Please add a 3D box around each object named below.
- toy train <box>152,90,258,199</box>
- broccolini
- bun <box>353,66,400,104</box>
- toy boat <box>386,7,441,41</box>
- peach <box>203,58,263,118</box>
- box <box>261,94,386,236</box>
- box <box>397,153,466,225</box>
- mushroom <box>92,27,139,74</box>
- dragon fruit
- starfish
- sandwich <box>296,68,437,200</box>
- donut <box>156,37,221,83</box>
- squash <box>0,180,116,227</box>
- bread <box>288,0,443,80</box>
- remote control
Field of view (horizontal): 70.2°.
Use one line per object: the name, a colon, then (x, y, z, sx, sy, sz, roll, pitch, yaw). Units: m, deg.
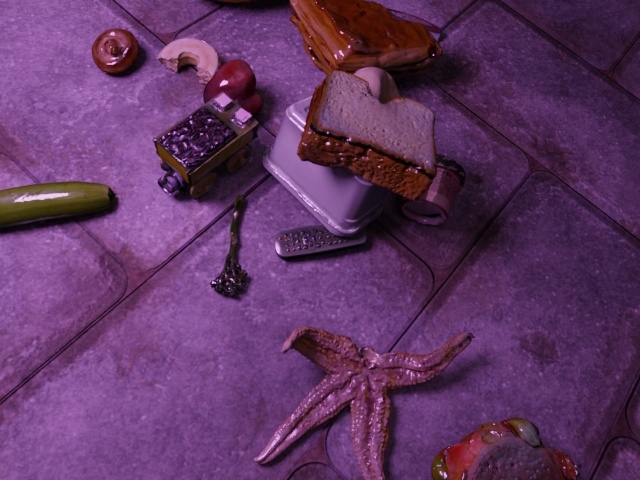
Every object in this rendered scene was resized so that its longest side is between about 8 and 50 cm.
toy train: (-0.265, -0.214, 1.053, 0.134, 0.177, 0.261, 42, 67, 8)
broccolini: (-0.196, 0.003, 1.040, 0.071, 0.058, 0.254, 27, 58, -46)
bun: (0.118, -0.320, 1.166, 0.145, 0.229, 0.229, -6, 60, 32)
toy boat: (0.270, -0.681, 1.431, 0.229, 0.046, 0.080, 18, 69, -4)
peach: (-0.224, -0.366, 1.153, 0.152, 0.152, 0.151, 4, 66, -9)
box: (0.027, -0.186, 1.067, 0.312, 0.182, 0.175, 45, 54, 13)
box: (0.270, -0.119, 1.131, 0.151, 0.151, 0.135, 21, 74, -1)
mushroom: (-0.528, -0.488, 1.177, 0.126, 0.085, 0.109, -46, 51, -9)
dragon fruit: (0.357, 0.494, 0.882, 0.268, 0.130, 0.295, 37, 65, 7)
starfish: (0.082, 0.306, 0.920, 0.399, 0.132, 0.383, 24, 71, -14)
sandwich: (0.105, -0.232, 0.952, 0.274, 0.095, 0.248, 19, 52, -7)
donut: (-0.338, -0.481, 1.218, 0.166, 0.065, 0.108, 19, 65, -1)
squash: (-0.603, -0.082, 0.986, 0.293, 0.082, 0.082, -11, 69, -15)
bread: (0.114, -0.553, 1.270, 0.370, 0.191, 0.314, -19, 65, -30)
remote control: (0.000, 0.000, 1.082, 0.222, 0.042, 0.072, -7, 66, -12)
